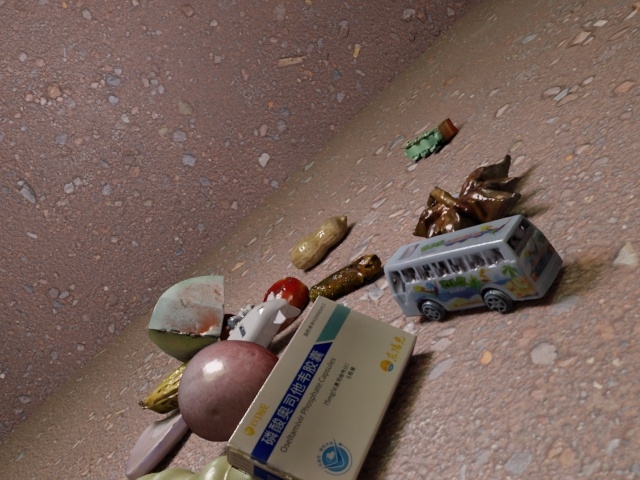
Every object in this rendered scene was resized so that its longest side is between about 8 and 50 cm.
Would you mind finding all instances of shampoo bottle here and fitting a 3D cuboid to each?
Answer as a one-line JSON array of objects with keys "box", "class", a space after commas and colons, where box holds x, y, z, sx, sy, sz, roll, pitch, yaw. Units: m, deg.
[{"box": [-0.277, 0.268, 1.991, 0.085, 0.085, 0.244, -43, 14, -5], "class": "shampoo bottle"}]

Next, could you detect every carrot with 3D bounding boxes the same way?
[{"box": [0.061, 0.101, 1.651, 0.229, 0.069, 0.069, -32, 18, 36], "class": "carrot"}]

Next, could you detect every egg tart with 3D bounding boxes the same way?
[{"box": [-0.365, 0.391, 1.787, 0.279, 0.095, 0.279, -35, 2, 1], "class": "egg tart"}]

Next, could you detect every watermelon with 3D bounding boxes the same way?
[{"box": [-0.347, 0.233, 1.925, 0.214, 0.319, 0.289, 14, 54, 34], "class": "watermelon"}]

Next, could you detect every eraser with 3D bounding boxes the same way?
[{"box": [-0.415, 0.524, 1.665, 0.204, 0.059, 0.243, -32, 15, 31], "class": "eraser"}]

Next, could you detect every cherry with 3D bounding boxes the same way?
[{"box": [-0.186, 0.312, 1.407, 0.239, 0.206, 0.239, -41, 3, 2], "class": "cherry"}]

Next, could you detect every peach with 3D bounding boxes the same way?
[{"box": [-0.107, 0.171, 1.815, 0.127, 0.092, 0.172, -19, 25, 48], "class": "peach"}]

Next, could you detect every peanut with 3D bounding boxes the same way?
[{"box": [0.001, 0.001, 2.029, 0.228, 0.085, 0.104, -42, 5, -7], "class": "peanut"}]

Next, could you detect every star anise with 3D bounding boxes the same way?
[{"box": [0.310, -0.071, 1.432, 0.292, 0.109, 0.349, -29, 19, 26], "class": "star anise"}]

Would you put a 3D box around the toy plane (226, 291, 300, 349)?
[{"box": [-0.162, 0.246, 1.690, 0.245, 0.117, 0.244, -29, 47, 36], "class": "toy plane"}]

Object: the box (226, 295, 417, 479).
[{"box": [0.014, 0.260, 1.086, 0.065, 0.200, 0.343, 99, -162, -45], "class": "box"}]

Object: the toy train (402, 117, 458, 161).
[{"box": [0.349, -0.321, 2.097, 0.118, 0.074, 0.176, -40, 7, -31], "class": "toy train"}]

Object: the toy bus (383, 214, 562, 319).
[{"box": [0.254, 0.055, 1.162, 0.330, 0.136, 0.109, -19, 25, 53], "class": "toy bus"}]

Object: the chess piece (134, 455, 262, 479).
[{"box": [-0.175, 0.445, 1.112, 0.330, 0.182, 0.182, -29, 19, 24], "class": "chess piece"}]
